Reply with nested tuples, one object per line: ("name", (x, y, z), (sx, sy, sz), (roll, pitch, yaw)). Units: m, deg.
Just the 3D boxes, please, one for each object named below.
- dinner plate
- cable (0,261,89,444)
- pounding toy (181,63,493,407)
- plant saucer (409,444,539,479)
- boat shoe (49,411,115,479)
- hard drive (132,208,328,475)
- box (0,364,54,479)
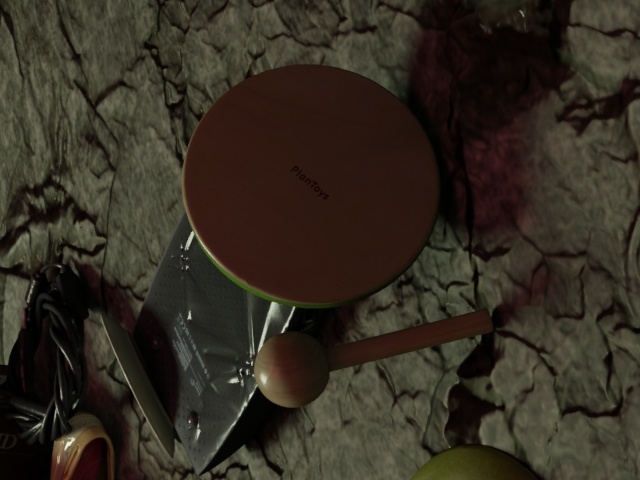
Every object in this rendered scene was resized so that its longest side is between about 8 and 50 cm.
("dinner plate", (-0.154, 0.123, 1.731), (0.141, 0.017, 0.141), (64, 176, 8))
("cable", (-0.264, 0.117, 1.882), (0.150, 0.047, 0.184), (-56, 33, 27))
("pounding toy", (0.000, 0.000, 1.434), (0.110, 0.183, 0.237), (102, 149, -69))
("plant saucer", (0.104, 0.265, 1.394), (0.241, 0.037, 0.241), (12, 104, 56))
("boat shoe", (-0.225, 0.249, 1.868), (0.059, 0.063, 0.170), (25, 114, 59))
("hard drive", (-0.069, 0.054, 1.615), (0.172, 0.054, 0.255), (61, 141, 32))
("box", (-0.428, 0.306, 1.992), (0.143, 0.191, 0.381), (37, 109, 47))
